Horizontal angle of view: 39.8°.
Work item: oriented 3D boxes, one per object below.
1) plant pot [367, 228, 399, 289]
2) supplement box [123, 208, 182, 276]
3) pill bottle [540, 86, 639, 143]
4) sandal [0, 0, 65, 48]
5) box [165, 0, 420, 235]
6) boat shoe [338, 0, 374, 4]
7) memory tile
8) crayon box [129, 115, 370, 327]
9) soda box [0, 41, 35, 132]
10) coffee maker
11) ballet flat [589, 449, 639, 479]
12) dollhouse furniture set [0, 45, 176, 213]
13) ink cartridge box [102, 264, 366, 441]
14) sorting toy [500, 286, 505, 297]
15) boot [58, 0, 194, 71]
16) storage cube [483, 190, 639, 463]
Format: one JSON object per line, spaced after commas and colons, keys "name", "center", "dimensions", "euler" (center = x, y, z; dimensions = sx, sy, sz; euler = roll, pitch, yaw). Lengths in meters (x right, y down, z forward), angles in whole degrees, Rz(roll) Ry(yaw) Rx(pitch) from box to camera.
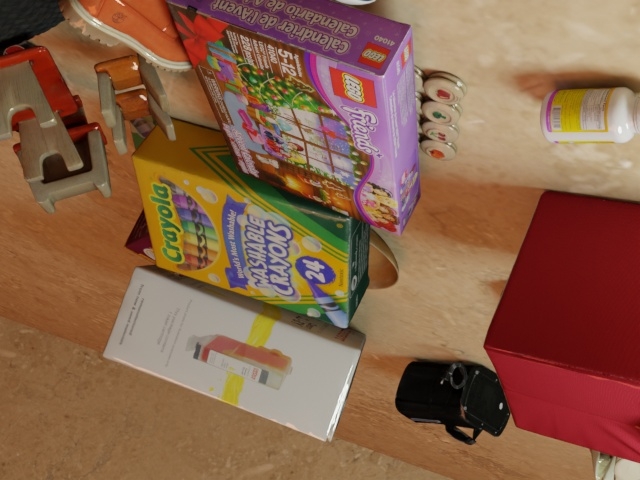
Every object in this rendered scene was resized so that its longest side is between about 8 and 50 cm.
{"name": "plant pot", "center": [0.000, 0.000, 1.201], "dimensions": [0.236, 0.032, 0.236], "euler": [20, 160, 8]}
{"name": "supplement box", "center": [-0.209, -0.012, 1.321], "dimensions": [0.104, 0.080, 0.188], "euler": [30, 159, -20]}
{"name": "pill bottle", "center": [0.217, -0.097, 0.689], "dimensions": [0.083, 0.043, 0.043], "euler": [6, 155, 39]}
{"name": "sandal", "center": [-0.242, -0.256, 0.648], "dimensions": [0.107, 0.168, 0.446], "euler": [64, 164, 1]}
{"name": "box", "center": [-0.011, -0.120, 0.826], "dimensions": [0.201, 0.057, 0.293], "euler": [22, 161, 17]}
{"name": "boat shoe", "center": [0.013, -0.219, 0.557], "dimensions": [0.083, 0.065, 0.183], "euler": [7, 155, 40]}
{"name": "memory tile", "center": [0.077, -0.121, 0.827], "dimensions": [0.113, 0.012, 0.148], "euler": [19, 161, 12]}
{"name": "crayon box", "center": [-0.101, -0.027, 1.080], "dimensions": [0.323, 0.083, 0.203], "euler": [17, 141, 16]}
{"name": "soda box", "center": [-0.372, -0.188, 1.078], "dimensions": [0.060, 0.053, 0.169], "euler": [27, 159, -12]}
{"name": "coffee maker", "center": [0.222, 0.263, 1.563], "dimensions": [0.178, 0.120, 0.171], "euler": [-6, 123, 52]}
{"name": "ballet flat", "center": [0.484, 0.327, 1.395], "dimensions": [0.116, 0.124, 0.342], "euler": [19, 161, 11]}
{"name": "dollhouse furniture set", "center": [-0.296, -0.132, 0.925], "dimensions": [0.262, 0.135, 0.259], "euler": [-17, 167, -8]}
{"name": "ink cartridge box", "center": [-0.125, 0.176, 1.496], "dimensions": [0.385, 0.160, 0.279], "euler": [21, -179, 5]}
{"name": "sorting toy", "center": [0.375, 0.142, 1.042], "dimensions": [0.307, 0.041, 0.229], "euler": [-6, 126, 54]}
{"name": "boot", "center": [-0.141, -0.203, 0.780], "dimensions": [0.158, 0.085, 0.059], "euler": [11, -138, -56]}
{"name": "storage cube", "center": [0.290, 0.090, 0.850], "dimensions": [0.193, 0.215, 0.183], "euler": [12, 151, 31]}
